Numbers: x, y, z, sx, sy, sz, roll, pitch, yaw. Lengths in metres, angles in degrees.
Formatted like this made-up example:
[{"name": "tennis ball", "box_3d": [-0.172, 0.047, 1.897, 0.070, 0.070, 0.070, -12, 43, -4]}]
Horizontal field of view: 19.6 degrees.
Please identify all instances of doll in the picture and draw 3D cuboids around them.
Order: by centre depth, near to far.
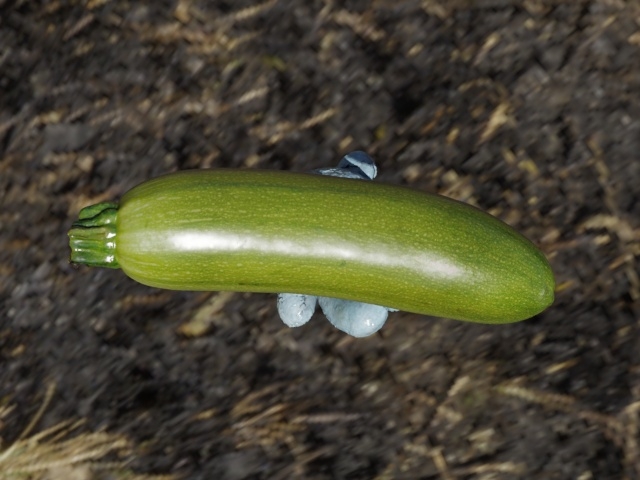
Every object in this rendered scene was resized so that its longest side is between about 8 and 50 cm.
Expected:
[{"name": "doll", "box_3d": [0.004, -0.001, 1.205, 0.120, 0.180, 0.075, -34, 114, -2]}]

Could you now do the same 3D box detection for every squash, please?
[{"name": "squash", "box_3d": [0.000, 0.000, 0.958, 0.258, 0.069, 0.069, 7, 72, -11]}]
